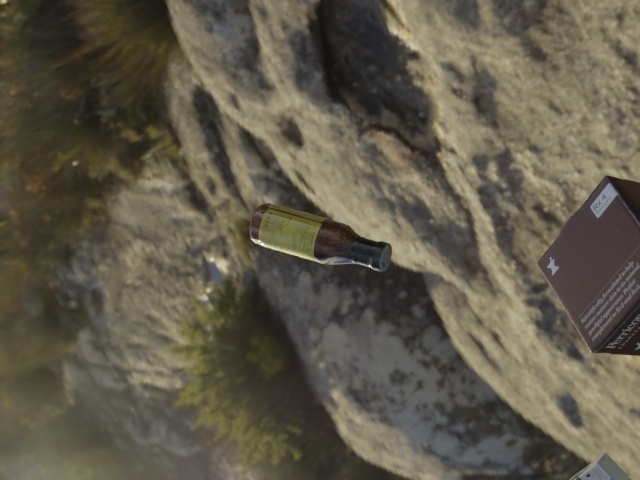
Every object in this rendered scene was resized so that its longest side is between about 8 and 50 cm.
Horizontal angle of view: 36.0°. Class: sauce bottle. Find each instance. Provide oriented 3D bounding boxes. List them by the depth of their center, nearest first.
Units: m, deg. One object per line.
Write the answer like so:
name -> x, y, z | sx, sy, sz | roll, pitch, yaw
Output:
sauce bottle -> 0.000, 0.000, 0.870 | 0.128, 0.042, 0.042 | 17, 133, 25

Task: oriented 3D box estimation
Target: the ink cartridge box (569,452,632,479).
ink cartridge box -> 0.324, 0.295, 1.168 | 0.048, 0.028, 0.083 | 48, 132, 13

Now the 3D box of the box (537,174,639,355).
box -> 0.438, 0.041, 1.299 | 0.168, 0.203, 0.167 | -60, 37, 35
